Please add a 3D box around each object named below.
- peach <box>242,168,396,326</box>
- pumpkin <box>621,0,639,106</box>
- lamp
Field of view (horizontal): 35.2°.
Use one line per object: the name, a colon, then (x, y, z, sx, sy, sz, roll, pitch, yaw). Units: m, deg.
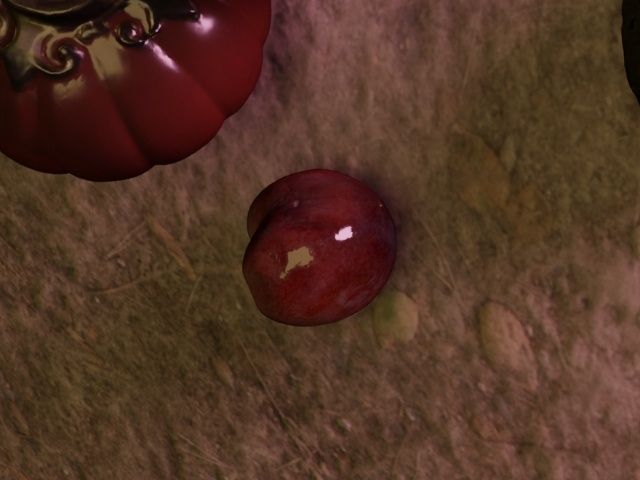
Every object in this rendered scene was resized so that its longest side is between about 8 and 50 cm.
peach: (0.000, 0.000, 0.952, 0.152, 0.152, 0.152, 6, 108, 20)
pumpkin: (0.333, -0.164, 0.752, 0.223, 0.157, 0.224, 2, 95, 22)
lamp: (-0.194, -0.202, 0.892, 0.303, 0.257, 0.303, 0, 81, 3)
